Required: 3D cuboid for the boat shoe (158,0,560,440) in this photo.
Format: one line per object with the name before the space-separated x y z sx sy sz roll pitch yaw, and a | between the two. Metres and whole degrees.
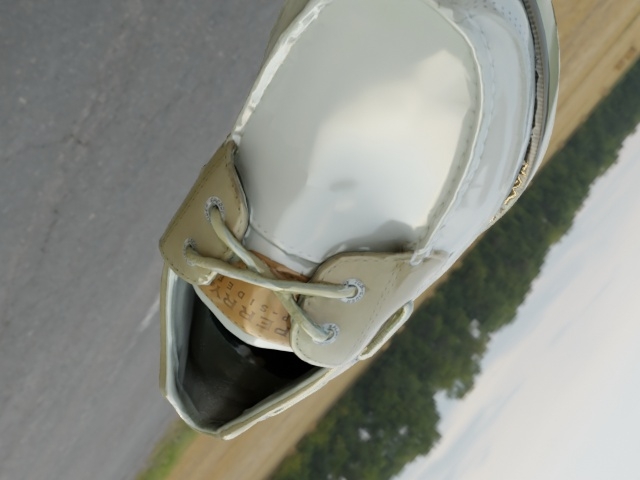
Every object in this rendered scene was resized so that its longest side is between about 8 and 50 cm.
boat shoe | 0.000 0.000 0.411 0.103 0.113 0.302 -51 170 -31
